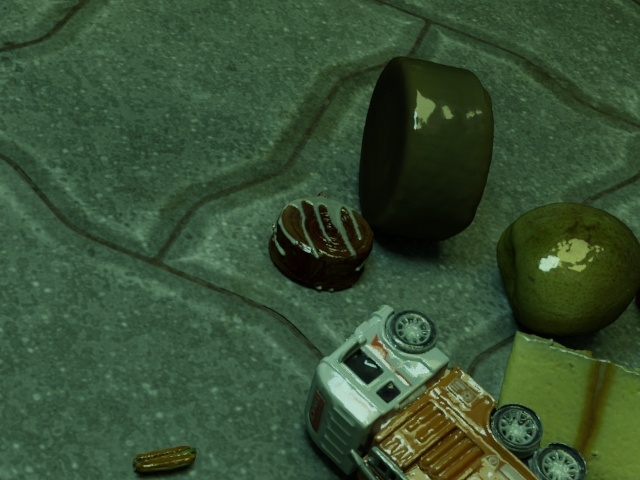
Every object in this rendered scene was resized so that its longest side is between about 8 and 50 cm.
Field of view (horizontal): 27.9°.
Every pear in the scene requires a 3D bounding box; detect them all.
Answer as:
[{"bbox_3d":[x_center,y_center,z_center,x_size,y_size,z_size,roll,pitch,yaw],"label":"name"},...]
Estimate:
[{"bbox_3d":[0.387,0.045,1.971,0.211,0.188,0.228,-4,43,-6],"label":"pear"}]

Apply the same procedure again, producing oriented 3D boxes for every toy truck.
[{"bbox_3d":[0.147,0.276,1.632,0.207,0.173,0.387,-32,62,-33],"label":"toy truck"}]

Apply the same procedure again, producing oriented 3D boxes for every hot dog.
[{"bbox_3d":[-0.195,0.277,1.619,0.083,0.021,0.037,-5,24,-21],"label":"hot dog"}]

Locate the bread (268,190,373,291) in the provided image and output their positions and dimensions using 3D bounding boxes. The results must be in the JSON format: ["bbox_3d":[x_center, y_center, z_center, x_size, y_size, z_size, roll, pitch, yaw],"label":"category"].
[{"bbox_3d":[0.000,0.000,1.972,0.160,0.073,0.160,10,40,-8],"label":"bread"}]

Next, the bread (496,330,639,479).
[{"bbox_3d":[0.384,0.248,1.803,0.263,0.198,0.236,19,6,15],"label":"bread"}]

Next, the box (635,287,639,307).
[{"bbox_3d":[0.612,0.098,2.004,0.148,0.177,0.195,2,42,-17],"label":"box"}]

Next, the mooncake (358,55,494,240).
[{"bbox_3d":[0.166,-0.142,2.033,0.156,0.284,0.284,5,41,-16],"label":"mooncake"}]
